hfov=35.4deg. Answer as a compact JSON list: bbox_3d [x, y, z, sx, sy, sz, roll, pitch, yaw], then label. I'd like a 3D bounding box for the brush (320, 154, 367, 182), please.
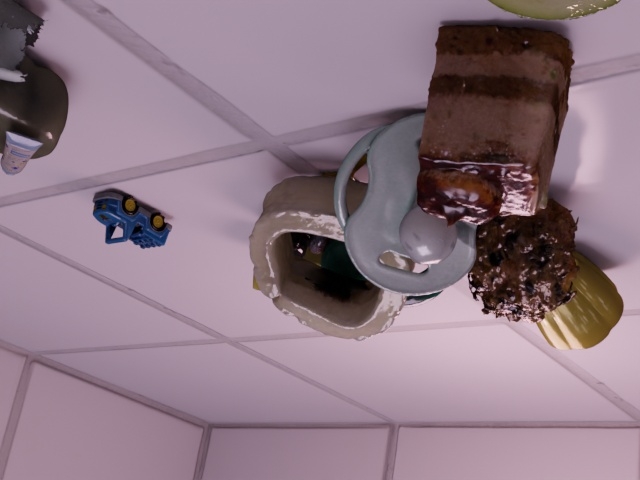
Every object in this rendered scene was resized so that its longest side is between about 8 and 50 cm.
[{"bbox_3d":[0.058,-0.136,1.941,0.083,0.011,0.205,17,156,-15],"label":"brush"}]

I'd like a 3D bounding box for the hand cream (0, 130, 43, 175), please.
[{"bbox_3d":[-0.530,-0.154,1.752,0.065,0.043,0.171,17,159,-20],"label":"hand cream"}]

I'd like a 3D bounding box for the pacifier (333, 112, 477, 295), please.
[{"bbox_3d":[0.163,-0.046,1.706,0.288,0.343,0.269,13,-161,-3],"label":"pacifier"}]

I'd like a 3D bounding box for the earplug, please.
[{"bbox_3d":[0.134,0.064,2.176,0.258,0.163,0.280,0,170,41],"label":"earplug"}]

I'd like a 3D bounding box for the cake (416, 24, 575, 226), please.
[{"bbox_3d":[0.251,-0.149,1.463,0.199,0.292,0.196,9,159,14],"label":"cake"}]

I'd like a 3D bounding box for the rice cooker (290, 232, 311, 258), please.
[{"bbox_3d":[-0.079,-0.012,2.175,0.112,0.106,0.165,15,153,-13],"label":"rice cooker"}]

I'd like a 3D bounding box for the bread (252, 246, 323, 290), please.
[{"bbox_3d":[0.022,0.087,2.335,0.362,0.077,0.138,12,134,4],"label":"bread"}]

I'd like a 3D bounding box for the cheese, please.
[{"bbox_3d":[0.020,0.032,1.976,0.332,0.153,0.292,21,126,2],"label":"cheese"}]

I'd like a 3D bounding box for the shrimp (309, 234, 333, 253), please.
[{"bbox_3d":[0.000,0.000,2.222,0.057,0.065,0.165,30,177,-2],"label":"shrimp"}]

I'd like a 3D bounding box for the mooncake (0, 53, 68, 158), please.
[{"bbox_3d":[-0.577,-0.247,1.780,0.275,0.135,0.275,11,160,4],"label":"mooncake"}]

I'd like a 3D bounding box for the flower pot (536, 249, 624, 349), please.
[{"bbox_3d":[0.520,0.111,2.135,0.195,0.195,0.179,-9,140,38],"label":"flower pot"}]

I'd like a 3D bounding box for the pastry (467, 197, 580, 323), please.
[{"bbox_3d":[0.396,0.030,1.935,0.275,0.274,0.193,-13,-175,43],"label":"pastry"}]

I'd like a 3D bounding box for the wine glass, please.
[{"bbox_3d":[-0.590,-0.351,1.533,0.321,0.143,0.143,18,156,-25],"label":"wine glass"}]

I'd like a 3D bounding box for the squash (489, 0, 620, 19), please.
[{"bbox_3d":[0.289,-0.356,1.271,0.219,0.041,0.219,8,157,4],"label":"squash"}]

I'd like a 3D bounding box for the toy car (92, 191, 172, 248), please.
[{"bbox_3d":[-0.435,-0.031,2.281,0.097,0.100,0.191,-8,148,44],"label":"toy car"}]
